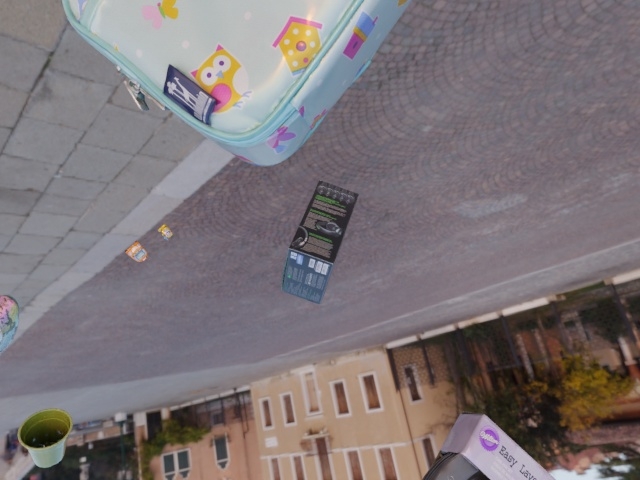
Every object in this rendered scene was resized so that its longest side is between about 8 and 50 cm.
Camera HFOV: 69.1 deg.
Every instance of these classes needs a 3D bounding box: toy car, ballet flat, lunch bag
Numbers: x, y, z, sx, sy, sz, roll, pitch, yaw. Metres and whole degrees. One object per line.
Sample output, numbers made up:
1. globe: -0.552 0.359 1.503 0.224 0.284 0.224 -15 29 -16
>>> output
1. toy car: -0.364 0.005 1.007 0.122 0.040 0.060 -46 -178 -34
2. ballet flat: -0.668 0.206 0.919 0.221 0.077 0.079 -51 -173 19
3. lunch bag: -0.051 -0.212 0.352 0.279 0.224 0.108 -51 174 6

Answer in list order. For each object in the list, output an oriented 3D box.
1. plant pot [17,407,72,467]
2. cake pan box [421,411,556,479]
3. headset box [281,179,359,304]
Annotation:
1. plant pot: -0.489 0.360 0.833 0.083 0.083 0.079 -2 125 -27
2. cake pan box: 0.239 0.414 0.638 0.246 0.267 0.070 -46 180 -27
3. headset box: 0.000 0.000 1.381 0.131 0.283 0.246 20 146 3
